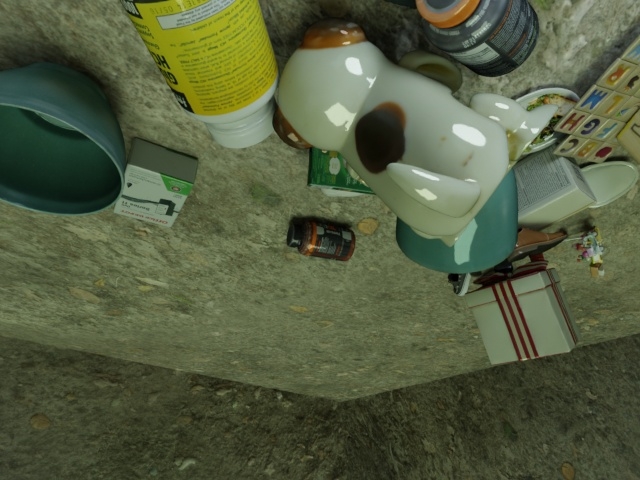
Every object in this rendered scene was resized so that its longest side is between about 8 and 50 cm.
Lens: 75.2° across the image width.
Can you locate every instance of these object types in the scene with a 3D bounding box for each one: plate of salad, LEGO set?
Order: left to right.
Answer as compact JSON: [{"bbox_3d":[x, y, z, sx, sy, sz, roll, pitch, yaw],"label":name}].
[{"bbox_3d":[0.493,-0.260,0.956,0.200,0.048,0.200,-3,148,-2],"label":"plate of salad"},{"bbox_3d":[0.878,0.033,1.394,0.107,0.132,0.287,-12,154,29],"label":"LEGO set"}]

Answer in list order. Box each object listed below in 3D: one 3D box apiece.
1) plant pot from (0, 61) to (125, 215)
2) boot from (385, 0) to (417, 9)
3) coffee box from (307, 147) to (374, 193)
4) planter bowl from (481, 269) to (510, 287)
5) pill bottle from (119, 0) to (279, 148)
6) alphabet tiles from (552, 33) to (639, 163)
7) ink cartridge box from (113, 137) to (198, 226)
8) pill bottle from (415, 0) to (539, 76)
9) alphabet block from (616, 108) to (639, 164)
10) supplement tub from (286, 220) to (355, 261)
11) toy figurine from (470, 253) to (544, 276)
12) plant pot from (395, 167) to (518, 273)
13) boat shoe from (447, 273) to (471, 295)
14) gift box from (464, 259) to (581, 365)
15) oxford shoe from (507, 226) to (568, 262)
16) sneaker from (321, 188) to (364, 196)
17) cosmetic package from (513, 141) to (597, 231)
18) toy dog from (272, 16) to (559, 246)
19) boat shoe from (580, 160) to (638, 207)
[{"bbox_3d":[-0.517,-0.210,0.801,0.293,0.196,0.293,-2,147,-1],"label":"plant pot"},{"bbox_3d":[0.106,-0.450,0.575,0.247,0.094,0.207,1,151,-20],"label":"boot"},{"bbox_3d":[0.063,-0.173,0.992,0.184,0.113,0.040,4,176,-14],"label":"coffee box"},{"bbox_3d":[0.696,0.178,1.606,0.162,0.109,0.162,-3,147,-2],"label":"planter bowl"},{"bbox_3d":[-0.176,-0.317,0.674,0.188,0.187,0.334,-8,147,7],"label":"pill bottle"},{"bbox_3d":[0.681,-0.304,0.888,0.285,0.011,0.342,4,141,-23],"label":"alphabet tiles"},{"bbox_3d":[-0.412,-0.134,1.032,0.153,0.086,0.208,16,144,-26],"label":"ink cartridge box"},{"bbox_3d":[0.241,-0.345,0.642,0.130,0.130,0.246,-32,164,37],"label":"pill bottle"},{"bbox_3d":[0.800,-0.224,0.859,0.192,0.197,0.193,-5,144,-13],"label":"alphabet block"},{"bbox_3d":[0.000,0.000,1.264,0.198,0.106,0.106,10,145,-21],"label":"supplement tub"},{"bbox_3d":[0.574,0.023,1.331,0.213,0.148,0.209,6,152,-18],"label":"toy figurine"},{"bbox_3d":[0.318,-0.108,0.976,0.293,0.293,0.235,-8,130,6],"label":"plant pot"},{"bbox_3d":[0.515,0.135,1.555,0.076,0.080,0.228,0,147,5],"label":"boat shoe"},{"bbox_3d":[0.612,0.213,1.278,0.255,0.258,0.276,-24,167,32],"label":"gift box"},{"bbox_3d":[0.546,-0.005,1.059,0.212,0.076,0.076,-8,150,-26],"label":"oxford shoe"},{"bbox_3d":[0.107,-0.148,1.087,0.212,0.080,0.094,-2,160,8],"label":"sneaker"},{"bbox_3d":[0.527,-0.100,1.109,0.113,0.160,0.309,19,142,-32],"label":"cosmetic package"},{"bbox_3d":[0.108,-0.180,0.710,0.408,0.395,0.284,38,133,15],"label":"toy dog"},{"bbox_3d":[0.695,-0.131,1.165,0.319,0.116,0.099,-27,-176,22],"label":"boat shoe"}]
